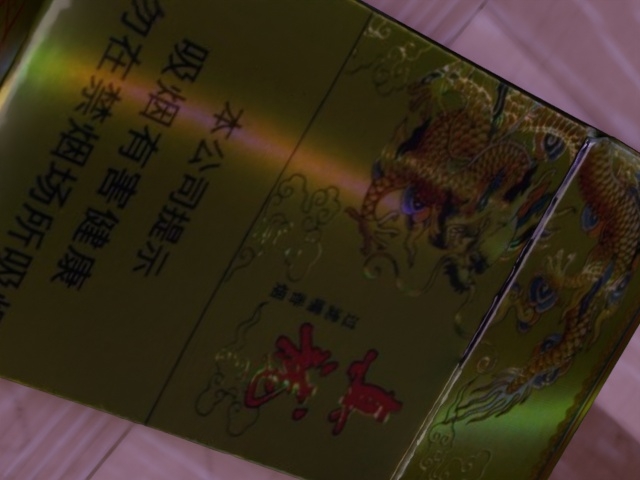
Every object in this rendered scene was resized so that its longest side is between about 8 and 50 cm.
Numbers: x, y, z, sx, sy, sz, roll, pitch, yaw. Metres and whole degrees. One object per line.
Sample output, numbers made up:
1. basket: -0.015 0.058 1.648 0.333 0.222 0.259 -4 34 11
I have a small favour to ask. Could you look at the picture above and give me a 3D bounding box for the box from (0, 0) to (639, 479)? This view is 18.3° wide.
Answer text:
1. box: 0.000 0.000 0.730 0.311 0.043 0.173 25 98 -38
